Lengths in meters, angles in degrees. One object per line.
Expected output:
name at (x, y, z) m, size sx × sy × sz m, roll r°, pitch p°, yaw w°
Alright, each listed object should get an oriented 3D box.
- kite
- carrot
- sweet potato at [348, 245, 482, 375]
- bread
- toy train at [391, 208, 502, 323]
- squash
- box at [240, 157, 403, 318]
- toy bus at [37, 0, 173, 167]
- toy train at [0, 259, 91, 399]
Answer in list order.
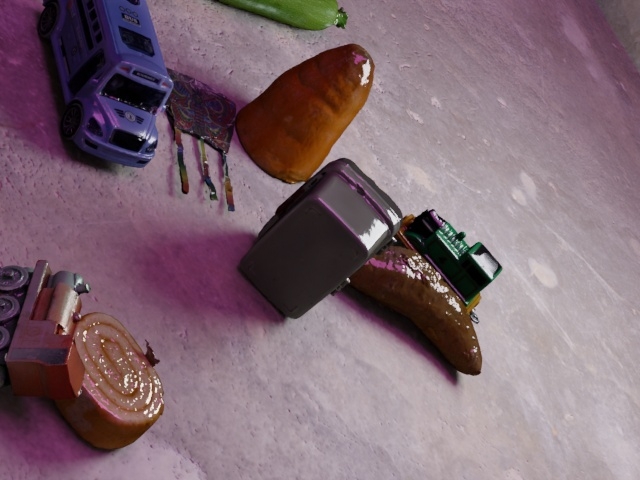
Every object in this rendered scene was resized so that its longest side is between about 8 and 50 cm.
kite at (-0.179, -0.149, 1.864) m, size 0.152 × 0.015 × 0.285 m, roll 24°, pitch 36°, yaw -31°
carrot at (-0.002, -0.212, 1.960) m, size 0.159 × 0.225 × 0.159 m, roll 37°, pitch 29°, yaw -25°
sweet potato at (0.132, 0.074, 1.915) m, size 0.341 × 0.092 × 0.114 m, roll 37°, pitch 67°, yaw -19°
bread at (-0.240, 0.154, 1.385) m, size 0.149 × 0.073 × 0.122 m, roll 53°, pitch 33°, yaw 8°
toy train at (0.197, 0.033, 2.010) m, size 0.228 × 0.136 × 0.091 m, roll 52°, pitch 30°, yaw 2°
squash at (-0.089, -0.447, 2.221) m, size 0.395 × 0.107 × 0.107 m, roll 12°, pitch 46°, yaw -46°
box at (0.000, 0.000, 1.732) m, size 0.148 × 0.210 × 0.129 m, roll 45°, pitch 38°, yaw -3°
toy bus at (-0.287, -0.244, 1.714) m, size 0.125 × 0.133 × 0.292 m, roll 17°, pitch 43°, yaw -42°
toy train at (-0.302, 0.092, 1.332) m, size 0.118 × 0.074 × 0.176 m, roll 1°, pitch 39°, yaw 3°
